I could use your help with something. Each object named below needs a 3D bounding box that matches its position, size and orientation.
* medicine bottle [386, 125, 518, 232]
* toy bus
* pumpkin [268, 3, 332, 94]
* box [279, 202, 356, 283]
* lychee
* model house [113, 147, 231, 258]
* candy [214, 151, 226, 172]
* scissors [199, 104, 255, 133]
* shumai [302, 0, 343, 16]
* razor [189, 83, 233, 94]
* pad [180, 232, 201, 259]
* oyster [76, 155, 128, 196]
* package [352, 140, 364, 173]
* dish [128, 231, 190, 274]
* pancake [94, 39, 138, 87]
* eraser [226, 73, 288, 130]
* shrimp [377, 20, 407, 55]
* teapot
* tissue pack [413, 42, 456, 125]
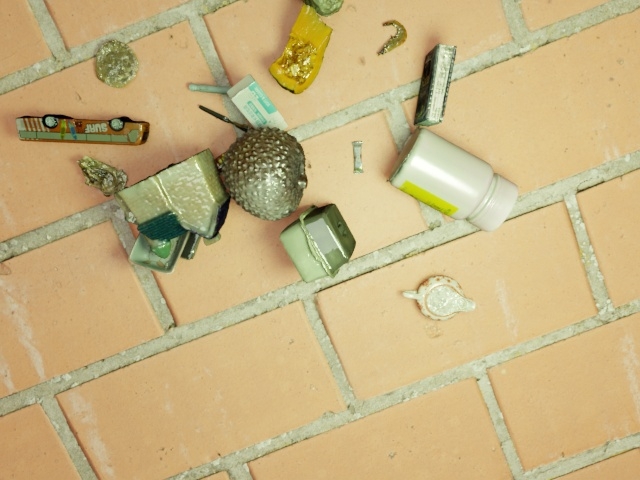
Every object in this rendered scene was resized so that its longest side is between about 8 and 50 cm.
[{"bbox_3d":[0.428,-0.194,1.620,0.378,0.213,0.214,27,96,-4],"label":"medicine bottle"},{"bbox_3d":[-0.772,-0.365,1.630,0.408,0.093,0.092,2,106,-1],"label":"toy bus"},{"bbox_3d":[-0.056,-0.599,1.591,0.131,0.126,0.248,39,105,9],"label":"pumpkin"},{"bbox_3d":[0.000,0.000,1.603,0.166,0.290,0.221,-28,97,14],"label":"box"},{"bbox_3d":[-0.175,-0.206,1.572,0.299,0.300,0.300,0,98,-1],"label":"lychee"},{"bbox_3d":[-0.442,-0.103,1.578,0.298,0.243,0.284,-23,102,8],"label":"model house"},{"bbox_3d":[-0.333,-0.260,1.677,0.182,0.046,0.053,-34,91,2],"label":"candy"},{"bbox_3d":[-0.309,-0.399,1.654,0.220,0.088,0.017,27,87,6],"label":"scissors"},{"bbox_3d":[-0.040,-0.797,1.524,0.221,0.261,0.225,-12,131,6],"label":"shumai"},{"bbox_3d":[-0.318,-0.495,1.632,0.231,0.106,0.068,8,98,7],"label":"razor"},{"bbox_3d":[-0.482,-0.066,1.715,0.174,0.022,0.233,22,95,-3],"label":"pad"},{"bbox_3d":[-0.741,-0.213,1.673,0.165,0.053,0.108,29,107,-12],"label":"oyster"},{"bbox_3d":[0.129,-0.283,1.700,0.037,0.015,0.111,-3,97,4],"label":"package"},{"bbox_3d":[-0.523,-0.004,1.666,0.153,0.064,0.234,18,71,-3],"label":"dish"},{"bbox_3d":[-0.673,-0.578,1.635,0.151,0.025,0.152,0,99,-2],"label":"pancake"},{"bbox_3d":[-0.197,-0.416,1.583,0.095,0.225,0.052,-38,53,4],"label":"eraser"},{"bbox_3d":[0.225,-0.666,1.644,0.091,0.025,0.127,45,90,-6],"label":"shrimp"},{"bbox_3d":[0.403,0.198,1.729,0.245,0.116,0.159,1,110,-4],"label":"teapot"},{"bbox_3d":[0.365,-0.490,1.598,0.073,0.173,0.236,8,99,-3],"label":"tissue pack"}]
